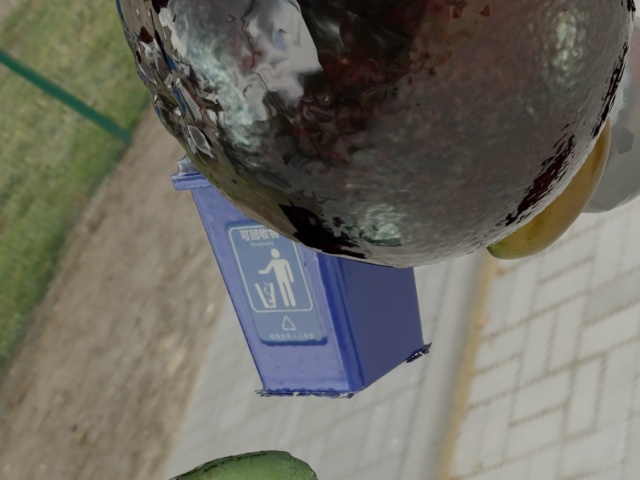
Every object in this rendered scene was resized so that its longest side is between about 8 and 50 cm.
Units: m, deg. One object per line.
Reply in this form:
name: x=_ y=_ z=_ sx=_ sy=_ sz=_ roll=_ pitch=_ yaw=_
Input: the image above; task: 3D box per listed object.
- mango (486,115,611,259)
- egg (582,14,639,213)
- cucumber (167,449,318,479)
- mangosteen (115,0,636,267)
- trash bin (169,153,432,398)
mango: x=0.177 y=-0.067 z=1.096 sx=0.089 sy=0.111 sz=0.163 roll=-144 pitch=54 yaw=-73
egg: x=0.312 y=-0.145 z=1.496 sx=0.176 sy=0.176 sz=0.232 roll=-19 pitch=42 yaw=60
cucumber: x=-0.075 y=0.196 z=0.752 sx=0.063 sy=0.115 sz=0.244 roll=-43 pitch=-9 yaw=37
mangosteen: x=0.031 y=-0.098 z=0.524 sx=0.216 sy=0.216 sz=0.216 roll=-47 pitch=22 yaw=25
trash bin: x=0.000 y=0.000 z=1.142 sx=0.162 sy=0.234 sz=0.184 roll=-5 pitch=14 yaw=39
